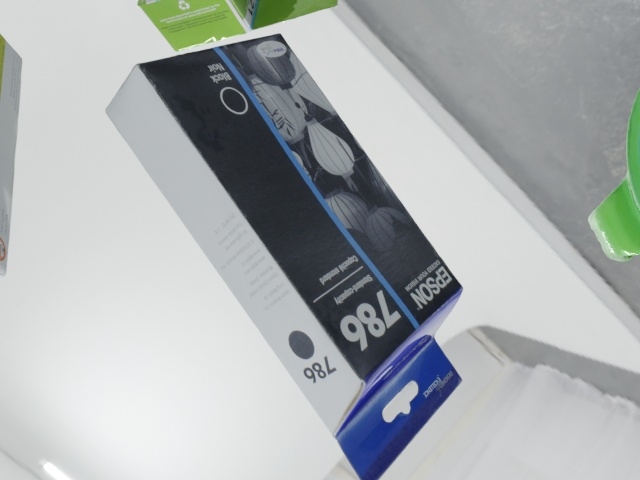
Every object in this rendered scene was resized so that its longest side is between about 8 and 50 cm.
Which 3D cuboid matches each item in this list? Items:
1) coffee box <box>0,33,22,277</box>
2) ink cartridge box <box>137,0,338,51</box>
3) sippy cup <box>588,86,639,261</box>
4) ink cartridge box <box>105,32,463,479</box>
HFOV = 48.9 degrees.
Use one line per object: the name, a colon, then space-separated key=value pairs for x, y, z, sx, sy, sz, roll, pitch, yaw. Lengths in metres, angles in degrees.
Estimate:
coffee box: x=-0.575 y=-0.137 z=0.761 sx=0.334 sy=0.337 sz=0.338 roll=61 pitch=-163 yaw=-60
ink cartridge box: x=-0.102 y=-0.385 z=0.967 sx=0.255 sy=0.189 sz=0.097 roll=-8 pitch=147 yaw=24
sippy cup: x=0.394 y=-0.079 z=0.580 sx=0.305 sy=0.240 sz=0.224 roll=11 pitch=-169 yaw=32
ink cartridge box: x=0.000 y=0.000 z=0.535 sx=0.065 sy=0.165 sz=0.333 roll=-37 pitch=88 yaw=41
